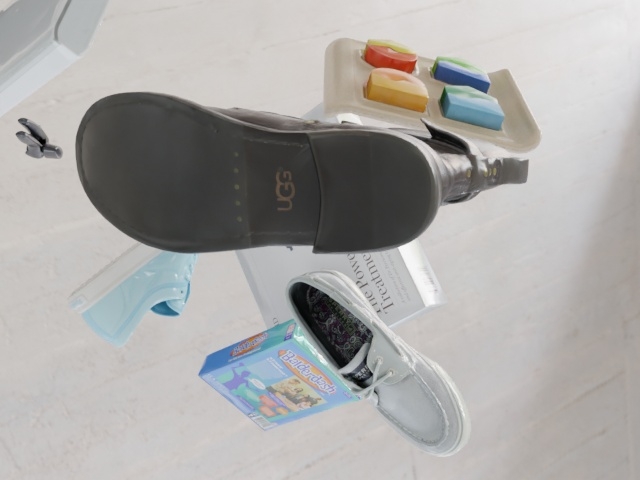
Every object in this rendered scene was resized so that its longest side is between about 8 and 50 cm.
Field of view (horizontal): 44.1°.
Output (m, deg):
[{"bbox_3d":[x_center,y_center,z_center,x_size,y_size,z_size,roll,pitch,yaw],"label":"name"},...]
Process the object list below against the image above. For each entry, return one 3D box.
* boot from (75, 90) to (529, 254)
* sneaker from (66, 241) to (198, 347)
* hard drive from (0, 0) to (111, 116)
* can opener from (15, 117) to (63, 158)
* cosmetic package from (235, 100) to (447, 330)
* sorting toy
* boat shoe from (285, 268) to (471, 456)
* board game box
[{"bbox_3d":[-0.002,-0.048,0.543,0.229,0.263,0.091,-25,124,-67],"label":"boot"},{"bbox_3d":[-0.285,0.061,1.445,0.366,0.135,0.150,-41,103,-37],"label":"sneaker"},{"bbox_3d":[-0.321,-0.225,0.870,0.040,0.308,0.202,35,53,-34],"label":"hard drive"},{"bbox_3d":[-0.541,-0.198,1.496,0.073,0.186,0.059,-1,81,-4],"label":"can opener"},{"bbox_3d":[0.000,0.000,1.320,0.097,0.284,0.377,-1,63,-57],"label":"cosmetic package"},{"bbox_3d":[0.108,-0.159,0.805,0.209,0.193,0.038,9,123,-4],"label":"sorting toy"},{"bbox_3d":[0.045,0.117,0.752,0.079,0.227,0.081,-52,155,20],"label":"boat shoe"},{"bbox_3d":[-0.060,0.210,1.219,0.160,0.210,0.047,46,39,-24],"label":"board game box"}]
